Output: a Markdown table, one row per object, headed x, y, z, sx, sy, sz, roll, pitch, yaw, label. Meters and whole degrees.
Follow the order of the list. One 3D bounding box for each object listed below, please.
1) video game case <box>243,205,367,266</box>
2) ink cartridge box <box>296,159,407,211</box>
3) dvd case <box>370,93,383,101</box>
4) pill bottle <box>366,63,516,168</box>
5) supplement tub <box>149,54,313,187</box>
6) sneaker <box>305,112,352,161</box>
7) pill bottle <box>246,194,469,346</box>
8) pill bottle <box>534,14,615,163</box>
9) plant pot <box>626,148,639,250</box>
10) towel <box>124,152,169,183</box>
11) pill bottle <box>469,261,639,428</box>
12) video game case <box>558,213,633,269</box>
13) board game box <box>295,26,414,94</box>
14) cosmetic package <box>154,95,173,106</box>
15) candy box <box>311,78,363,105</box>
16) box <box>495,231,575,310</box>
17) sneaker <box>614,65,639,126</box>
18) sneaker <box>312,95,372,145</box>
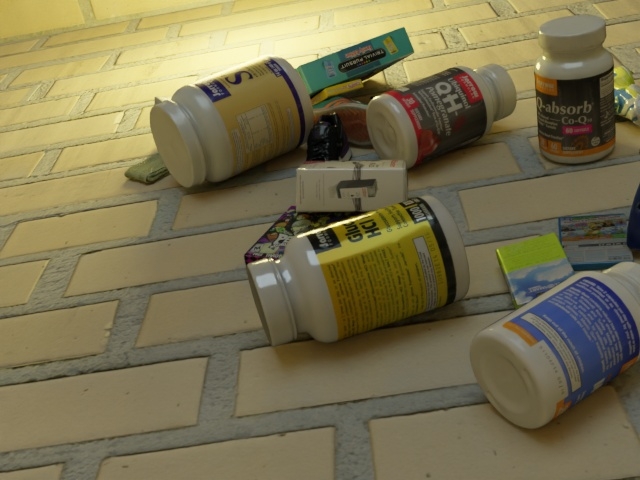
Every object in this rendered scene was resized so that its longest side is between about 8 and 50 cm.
| x | y | z | sx | sy | sz | roll | pitch | yaw | label |
| --- | --- | --- | --- | --- | --- | --- | --- | --- | --- |
| 0.000 | 0.000 | 1.711 | 0.232 | 0.041 | 0.210 | 4 | 31 | 27 | video game case |
| 0.067 | -0.111 | 1.770 | 0.218 | 0.092 | 0.158 | 1 | 12 | 6 | ink cartridge box |
| 0.223 | -0.332 | 2.236 | 0.181 | 0.022 | 0.253 | -9 | 29 | 4 | dvd case |
| 0.278 | -0.290 | 1.982 | 0.319 | 0.176 | 0.176 | -24 | 31 | -20 | pill bottle |
| -0.209 | -0.281 | 2.081 | 0.331 | 0.241 | 0.241 | -27 | 32 | -26 | supplement tub |
| -0.004 | -0.195 | 1.972 | 0.107 | 0.124 | 0.283 | -5 | 30 | 13 | sneaker |
| 0.058 | 0.057 | 1.438 | 0.334 | 0.187 | 0.188 | -17 | 29 | -10 | pill bottle |
| 0.529 | -0.314 | 1.827 | 0.162 | 0.278 | 0.162 | -10 | 28 | 5 | pill bottle |
| 0.663 | -0.106 | 1.466 | 0.236 | 0.212 | 0.236 | 12 | 33 | 35 | plant pot |
| -0.412 | -0.189 | 2.213 | 0.110 | 0.027 | 0.148 | 16 | 39 | 41 | towel |
| 0.357 | 0.135 | 1.228 | 0.272 | 0.152 | 0.152 | -26 | 32 | -24 | pill bottle |
| 0.486 | 0.001 | 1.557 | 0.119 | 0.015 | 0.166 | -4 | 30 | 16 | video game case |
| 0.045 | -0.447 | 2.341 | 0.336 | 0.079 | 0.254 | -26 | 5 | -25 | board game box |
| -0.361 | -0.298 | 2.274 | 0.086 | 0.117 | 0.231 | -8 | 24 | -27 | cosmetic package |
| 0.026 | -0.371 | 2.276 | 0.105 | 0.027 | 0.206 | -21 | 2 | -20 | candy box |
| 0.363 | 0.059 | 1.460 | 0.109 | 0.042 | 0.178 | -17 | 29 | 9 | box |
| 0.665 | -0.307 | 1.988 | 0.126 | 0.091 | 0.240 | -23 | 26 | 19 | sneaker |
| 0.071 | -0.306 | 2.151 | 0.302 | 0.108 | 0.121 | 8 | 36 | 39 | sneaker |
